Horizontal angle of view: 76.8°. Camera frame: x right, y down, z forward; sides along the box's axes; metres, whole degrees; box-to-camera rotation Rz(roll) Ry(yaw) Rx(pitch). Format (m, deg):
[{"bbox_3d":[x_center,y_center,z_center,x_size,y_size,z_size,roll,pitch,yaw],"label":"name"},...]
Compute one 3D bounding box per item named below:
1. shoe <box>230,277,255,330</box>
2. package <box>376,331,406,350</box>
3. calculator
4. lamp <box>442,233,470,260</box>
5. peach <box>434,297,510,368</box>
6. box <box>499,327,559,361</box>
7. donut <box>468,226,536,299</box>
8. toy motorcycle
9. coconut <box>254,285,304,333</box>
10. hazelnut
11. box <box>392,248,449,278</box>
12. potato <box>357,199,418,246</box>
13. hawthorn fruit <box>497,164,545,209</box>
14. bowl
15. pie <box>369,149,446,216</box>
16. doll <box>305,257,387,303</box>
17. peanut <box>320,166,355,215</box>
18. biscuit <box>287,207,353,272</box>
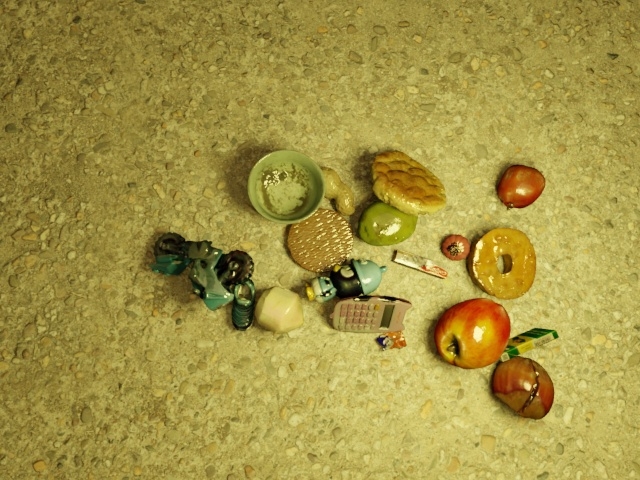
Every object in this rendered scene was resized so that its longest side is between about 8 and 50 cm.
[{"bbox_3d":[-0.288,0.231,1.497,0.092,0.106,0.207,4,84,-3],"label":"shoe"},{"bbox_3d":[0.273,0.384,1.545,0.111,0.033,0.077,-15,58,-19],"label":"package"},{"bbox_3d":[0.179,0.273,1.497,0.295,0.194,0.043,1,40,-4],"label":"calculator"},{"bbox_3d":[0.532,0.028,1.586,0.108,0.092,0.107,4,99,27],"label":"lamp"},{"bbox_3d":[0.556,0.337,1.470,0.238,0.281,0.281,28,77,45],"label":"peach"},{"bbox_3d":[0.753,0.390,1.523,0.235,0.132,0.034,-20,84,-7],"label":"box"},{"bbox_3d":[0.692,0.090,1.566,0.278,0.108,0.277,1,86,-11],"label":"donut"},{"bbox_3d":[-0.446,0.111,1.462,0.417,0.172,0.232,15,78,15],"label":"toy motorcycle"},{"bbox_3d":[-0.141,0.256,1.476,0.183,0.171,0.170,22,80,3],"label":"coconut"},{"bbox_3d":[0.745,0.529,1.479,0.212,0.181,0.180,29,100,11],"label":"hazelnut"},{"bbox_3d":[0.396,0.094,1.594,0.218,0.039,0.055,20,79,0],"label":"box"},{"bbox_3d":[0.262,-0.073,1.553,0.253,0.148,0.186,-34,67,-14],"label":"potato"},{"bbox_3d":[0.786,-0.204,1.601,0.169,0.169,0.188,34,73,2],"label":"hawthorn fruit"},{"bbox_3d":[-0.131,-0.188,1.553,0.290,0.146,0.289,1,80,-5],"label":"bowl"},{"bbox_3d":[0.330,-0.217,1.543,0.340,0.083,0.339,15,44,-15],"label":"pie"},{"bbox_3d":[0.099,0.147,1.500,0.314,0.177,0.141,-16,106,-3],"label":"doll"},{"bbox_3d":[0.060,-0.196,1.597,0.104,0.086,0.228,-43,86,18],"label":"peanut"},{"bbox_3d":[0.000,0.000,1.586,0.262,0.037,0.261,1,82,-3],"label":"biscuit"}]
